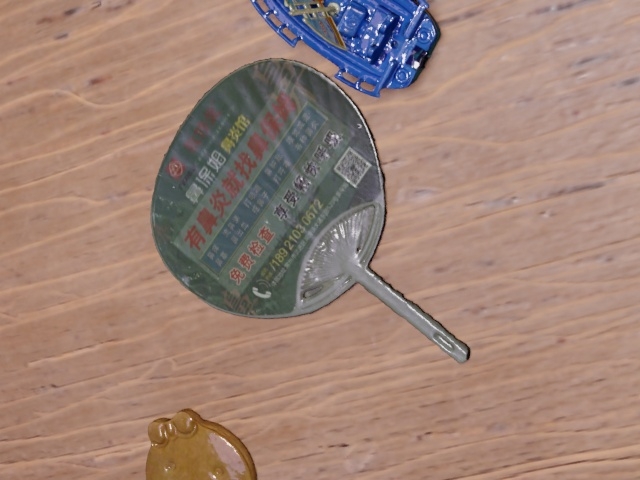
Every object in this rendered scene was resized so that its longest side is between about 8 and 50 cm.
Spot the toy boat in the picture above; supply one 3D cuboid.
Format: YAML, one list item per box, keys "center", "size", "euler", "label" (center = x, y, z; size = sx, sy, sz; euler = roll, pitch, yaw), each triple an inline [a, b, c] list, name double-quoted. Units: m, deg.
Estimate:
- center: [0.000, -0.177, 0.879]
  size: [0.175, 0.110, 0.091]
  euler: [33, 110, 12]
  label: "toy boat"

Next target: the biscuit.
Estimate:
- center: [-0.104, 0.247, 1.052]
  size: [0.133, 0.027, 0.184]
  euler: [16, 106, 17]
  label: "biscuit"

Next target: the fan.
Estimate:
- center: [-0.006, -0.033, 0.966]
  size: [0.294, 0.012, 0.223]
  euler: [11, 104, 17]
  label: "fan"
